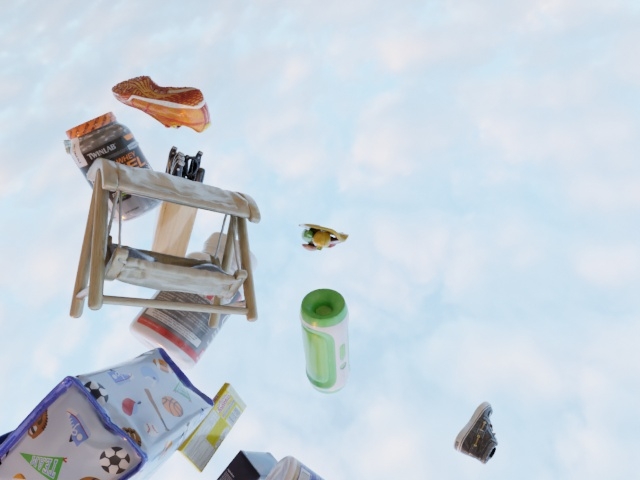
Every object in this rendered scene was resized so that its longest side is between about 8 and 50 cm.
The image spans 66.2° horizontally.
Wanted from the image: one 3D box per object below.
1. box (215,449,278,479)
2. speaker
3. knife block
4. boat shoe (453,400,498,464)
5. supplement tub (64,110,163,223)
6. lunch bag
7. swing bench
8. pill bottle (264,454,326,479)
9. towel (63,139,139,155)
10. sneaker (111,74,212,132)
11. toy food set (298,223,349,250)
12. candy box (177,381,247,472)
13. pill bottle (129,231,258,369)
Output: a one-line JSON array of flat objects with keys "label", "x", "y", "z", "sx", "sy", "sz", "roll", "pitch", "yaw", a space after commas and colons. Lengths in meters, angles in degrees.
[{"label": "box", "x": -0.190, "y": 0.636, "z": 1.268, "sx": 0.093, "sy": 0.156, "sz": 0.158, "roll": 36, "pitch": -94, "yaw": 34}, {"label": "speaker", "x": 0.015, "y": 0.268, "z": 1.282, "sx": 0.131, "sy": 0.296, "sz": 0.131, "roll": -2, "pitch": -142, "yaw": 2}, {"label": "knife block", "x": -0.351, "y": -0.084, "z": 1.212, "sx": 0.242, "sy": 0.088, "sz": 0.275, "roll": 174, "pitch": -77, "yaw": -67}, {"label": "boat shoe", "x": 0.398, "y": 0.468, "z": 1.193, "sx": 0.083, "sy": 0.065, "sz": 0.183, "roll": 24, "pitch": -147, "yaw": 32}, {"label": "supplement tub", "x": -0.386, "y": -0.137, "z": 0.929, "sx": 0.117, "sy": 0.190, "sz": 0.117, "roll": -21, "pitch": -158, "yaw": 9}, {"label": "lunch bag", "x": -0.453, "y": 0.414, "z": 0.941, "sx": 0.239, "sy": 0.328, "sz": 0.385, "roll": 44, "pitch": -85, "yaw": 10}, {"label": "swing bench", "x": -0.243, "y": 0.003, "z": 0.799, "sx": 0.165, "sy": 0.253, "sz": 0.254, "roll": -19, "pitch": -114, "yaw": 51}, {"label": "pill bottle", "x": -0.017, "y": 0.510, "z": 0.935, "sx": 0.187, "sy": 0.112, "sz": 0.112, "roll": 40, "pitch": -108, "yaw": -6}, {"label": "towel", "x": -0.507, "y": -0.219, "z": 1.135, "sx": 0.152, "sy": 0.023, "sz": 0.113, "roll": -12, "pitch": -154, "yaw": -26}, {"label": "sneaker", "x": -0.237, "y": -0.195, "z": 0.718, "sx": 0.175, "sy": 0.067, "sz": 0.064, "roll": 24, "pitch": -127, "yaw": 24}, {"label": "toy food set", "x": 0.000, "y": 0.000, "z": 1.366, "sx": 0.128, "sy": 0.218, "sz": 0.071, "roll": 14, "pitch": -92, "yaw": -9}, {"label": "candy box", "x": -0.281, "y": 0.487, "z": 1.289, "sx": 0.027, "sy": 0.105, "sz": 0.206, "roll": 0, "pitch": -140, "yaw": 39}, {"label": "pill bottle", "x": -0.346, "y": 0.163, "z": 1.399, "sx": 0.210, "sy": 0.210, "sz": 0.362, "roll": 17, "pitch": -121, "yaw": 30}]
